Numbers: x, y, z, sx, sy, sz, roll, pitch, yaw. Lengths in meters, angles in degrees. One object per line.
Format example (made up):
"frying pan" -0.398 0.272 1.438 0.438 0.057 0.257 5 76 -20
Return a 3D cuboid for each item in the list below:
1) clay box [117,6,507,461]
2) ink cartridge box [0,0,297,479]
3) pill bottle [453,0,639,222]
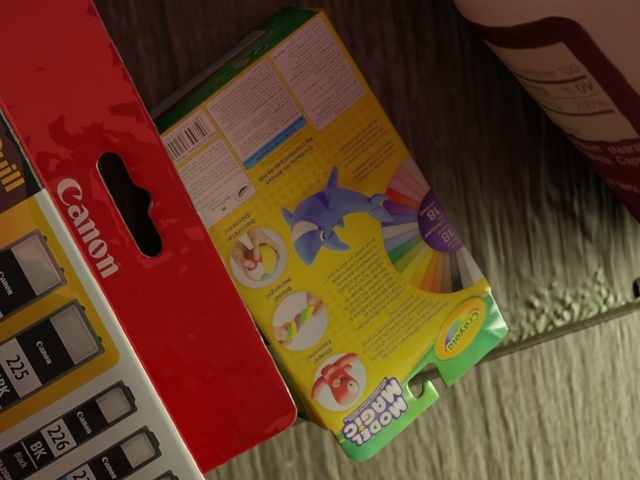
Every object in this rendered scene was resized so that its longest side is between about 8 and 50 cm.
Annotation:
"clay box" 0.000 0.000 0.991 0.127 0.053 0.222 -39 114 -17
"ink cartridge box" -0.167 0.045 0.839 0.272 0.130 0.309 -30 111 -10
"pill bottle" 0.207 -0.140 0.986 0.224 0.224 0.392 -50 117 -13
